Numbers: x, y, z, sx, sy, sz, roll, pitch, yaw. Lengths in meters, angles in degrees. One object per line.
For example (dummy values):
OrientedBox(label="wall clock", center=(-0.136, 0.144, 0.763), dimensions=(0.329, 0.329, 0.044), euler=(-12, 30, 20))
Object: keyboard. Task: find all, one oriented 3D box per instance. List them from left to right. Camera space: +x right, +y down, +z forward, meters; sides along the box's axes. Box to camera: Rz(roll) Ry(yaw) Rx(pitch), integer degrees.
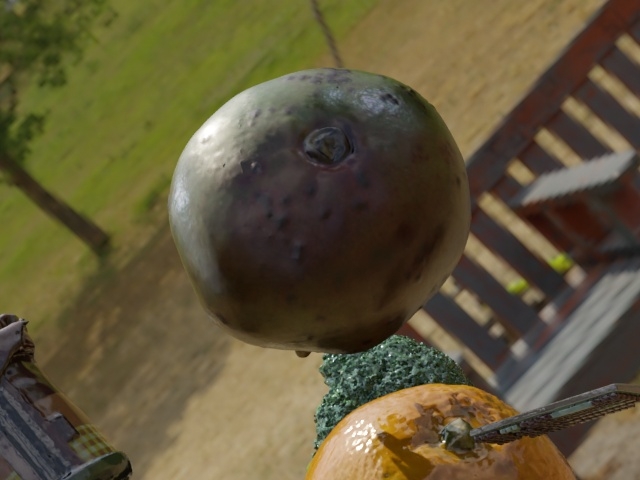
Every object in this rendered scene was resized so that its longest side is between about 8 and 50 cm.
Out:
OrientedBox(label="keyboard", center=(0.208, 0.153, 1.298), dimensions=(0.166, 0.055, 0.017), euler=(-26, 66, 42))

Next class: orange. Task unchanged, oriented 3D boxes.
OrientedBox(label="orange", center=(0.128, 0.300, 1.574), dimensions=(0.312, 0.312, 0.312), euler=(-44, 11, 11))

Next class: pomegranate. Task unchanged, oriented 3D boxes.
OrientedBox(label="pomegranate", center=(0.002, -0.025, 1.442), dimensions=(0.291, 0.291, 0.323), euler=(-46, -7, -3))

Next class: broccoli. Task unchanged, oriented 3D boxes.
OrientedBox(label="broccoli", center=(0.100, 0.274, 1.986), dimensions=(0.275, 0.308, 0.308), euler=(-42, 12, 22))

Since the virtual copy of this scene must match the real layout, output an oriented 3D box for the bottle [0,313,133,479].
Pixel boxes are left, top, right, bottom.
OrientedBox(label="bottle", center=(-0.281, 0.131, 1.244), dimensions=(0.143, 0.271, 0.156), euler=(-47, -13, 21))
